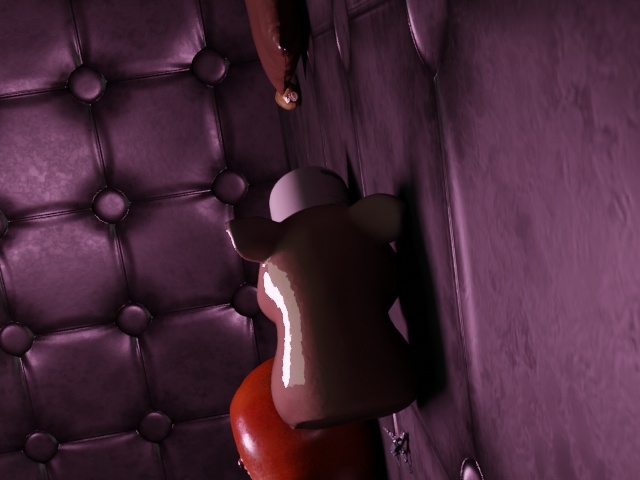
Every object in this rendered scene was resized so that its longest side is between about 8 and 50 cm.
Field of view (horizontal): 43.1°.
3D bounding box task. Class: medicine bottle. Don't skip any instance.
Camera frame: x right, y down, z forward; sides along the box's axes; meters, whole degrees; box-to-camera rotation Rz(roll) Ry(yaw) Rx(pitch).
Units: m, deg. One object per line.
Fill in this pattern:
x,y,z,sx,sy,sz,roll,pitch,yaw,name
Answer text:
0.000,0.000,1.264,0.237,0.139,0.139,-107,8,-50,medicine bottle

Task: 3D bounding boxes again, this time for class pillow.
-0.100,-0.493,1.695,0.308,0.108,0.305,117,142,-82,pillow

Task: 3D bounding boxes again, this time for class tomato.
-0.024,0.397,1.619,0.341,0.272,0.341,157,90,-88,tomato

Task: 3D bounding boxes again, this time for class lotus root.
-0.084,-0.371,2.083,0.152,0.063,0.072,-156,48,-81,lotus root

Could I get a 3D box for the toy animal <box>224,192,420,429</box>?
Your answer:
0.023,0.090,0.935,0.213,0.195,0.256,52,-154,-83,toy animal

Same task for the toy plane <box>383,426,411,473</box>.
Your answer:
0.111,0.292,1.151,0.078,0.024,0.084,57,163,31,toy plane
